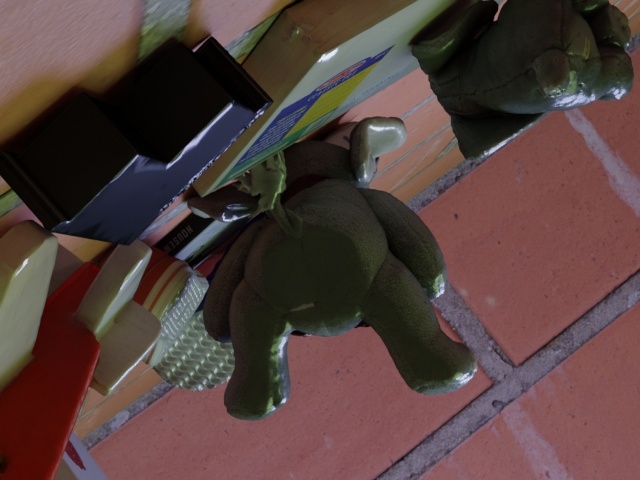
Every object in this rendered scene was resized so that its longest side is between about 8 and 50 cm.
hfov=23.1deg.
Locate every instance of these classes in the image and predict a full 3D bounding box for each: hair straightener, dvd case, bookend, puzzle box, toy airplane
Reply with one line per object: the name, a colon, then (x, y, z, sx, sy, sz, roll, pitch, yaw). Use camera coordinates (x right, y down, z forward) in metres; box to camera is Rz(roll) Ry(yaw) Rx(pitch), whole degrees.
hair straightener: (-0.127, -0.005, 2.096, 0.230, 0.047, 0.089, -44, -160, 15)
dvd case: (-0.151, -0.002, 1.937, 0.238, 0.029, 0.179, -41, 174, 28)
bookend: (-0.130, -0.078, 1.102, 0.156, 0.072, 0.157, -44, 169, 8)
puzzle box: (0.066, -0.203, 1.467, 0.409, 0.052, 0.272, -34, 174, -36)
toy airplane: (-0.282, 0.136, 1.207, 0.384, 0.272, 0.386, -114, -137, -79)

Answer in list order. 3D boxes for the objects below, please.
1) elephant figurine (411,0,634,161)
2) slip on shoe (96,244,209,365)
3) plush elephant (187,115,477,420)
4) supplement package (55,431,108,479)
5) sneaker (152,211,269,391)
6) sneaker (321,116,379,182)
elephant figurine: (0.166, -0.159, 1.499, 0.239, 0.169, 0.186, -22, 156, 38)
slip on shoe: (-0.199, 0.066, 1.800, 0.123, 0.101, 0.331, -58, 176, -10)
plush elephant: (0.000, 0.000, 1.694, 0.272, 0.330, 0.255, -16, -161, 14)
supplement package: (-0.338, 0.288, 1.738, 0.175, 0.293, 0.177, -37, 176, -2)
sneaker: (-0.101, 0.065, 2.002, 0.293, 0.102, 0.146, -48, -166, 21)
sneaker: (0.035, -0.086, 2.045, 0.115, 0.105, 0.281, -43, 179, -9)
